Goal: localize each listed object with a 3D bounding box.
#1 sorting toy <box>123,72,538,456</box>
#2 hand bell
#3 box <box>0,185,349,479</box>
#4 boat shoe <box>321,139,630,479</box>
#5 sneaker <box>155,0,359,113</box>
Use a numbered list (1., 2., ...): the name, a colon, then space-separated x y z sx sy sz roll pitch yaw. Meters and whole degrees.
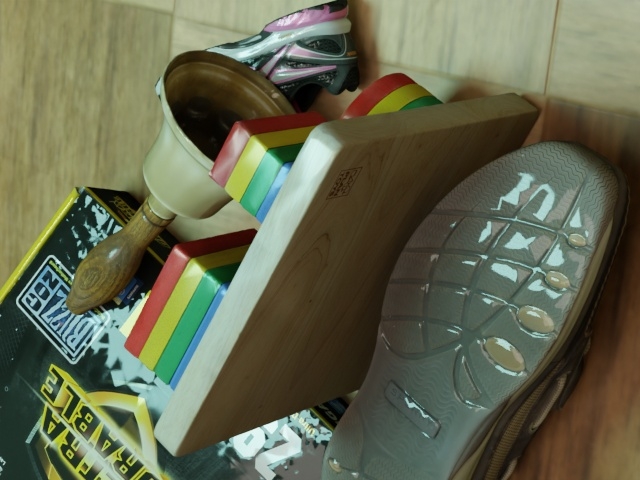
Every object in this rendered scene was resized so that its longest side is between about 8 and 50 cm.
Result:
1. sorting toy: 0.000 0.000 1.247 0.089 0.255 0.257 41 119 23
2. hand bell: -0.127 -0.018 1.348 0.126 0.126 0.242 54 126 13
3. box: -0.144 0.153 1.448 0.322 0.079 0.257 44 104 19
4. boat shoe: 0.117 0.070 1.262 0.132 0.130 0.355 44 126 22
5. sneaker: -0.047 -0.118 1.366 0.178 0.072 0.077 -18 92 36
